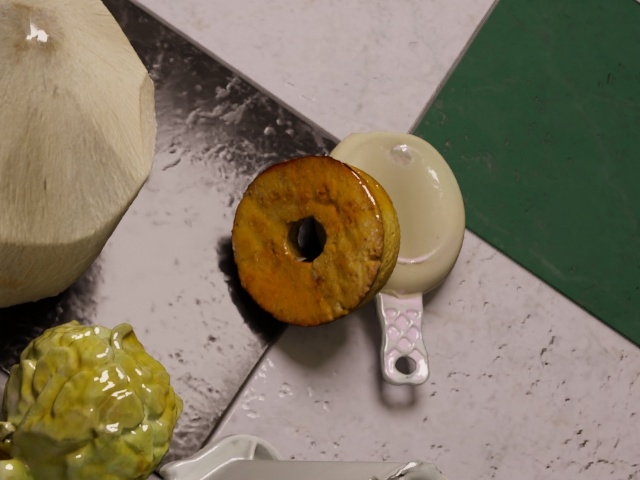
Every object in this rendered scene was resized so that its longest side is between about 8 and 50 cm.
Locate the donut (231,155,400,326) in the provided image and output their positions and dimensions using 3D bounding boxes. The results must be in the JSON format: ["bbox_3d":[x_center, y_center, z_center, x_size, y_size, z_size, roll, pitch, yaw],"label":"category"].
[{"bbox_3d":[0.000,0.000,1.086,0.058,0.152,0.152,-3,64,-57],"label":"donut"}]

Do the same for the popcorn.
[{"bbox_3d":[-0.175,0.130,0.975,0.162,0.135,0.141,-19,82,-27],"label":"popcorn"}]

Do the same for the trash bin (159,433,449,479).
[{"bbox_3d":[-0.047,0.273,0.808,0.296,0.367,0.256,-30,90,-27],"label":"trash bin"}]

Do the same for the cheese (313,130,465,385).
[{"bbox_3d":[0.064,0.016,1.143,0.137,0.064,0.227,2,68,-16],"label":"cheese"}]

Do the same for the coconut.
[{"bbox_3d":[-0.241,-0.083,0.971,0.237,0.266,0.237,11,56,-17],"label":"coconut"}]
